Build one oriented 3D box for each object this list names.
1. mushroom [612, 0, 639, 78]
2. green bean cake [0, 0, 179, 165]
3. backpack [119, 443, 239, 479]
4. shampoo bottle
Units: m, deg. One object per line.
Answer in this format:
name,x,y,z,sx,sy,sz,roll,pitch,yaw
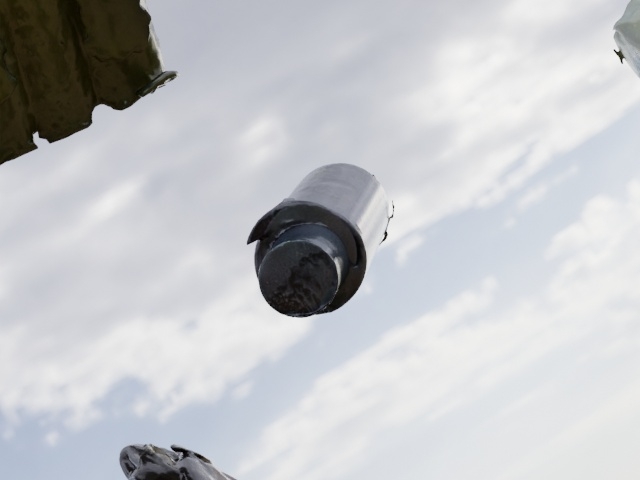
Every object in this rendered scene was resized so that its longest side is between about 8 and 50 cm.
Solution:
mushroom,0.326,-0.137,1.486,0.081,0.100,0.312,-33,21,-1
green bean cake,-0.289,-0.174,1.240,0.285,0.310,0.202,-26,-59,-24
backpack,-0.068,0.239,1.143,0.139,0.229,0.229,-55,-21,9
shampoo bottle,0.000,0.000,1.046,0.072,0.072,0.214,-34,5,12
